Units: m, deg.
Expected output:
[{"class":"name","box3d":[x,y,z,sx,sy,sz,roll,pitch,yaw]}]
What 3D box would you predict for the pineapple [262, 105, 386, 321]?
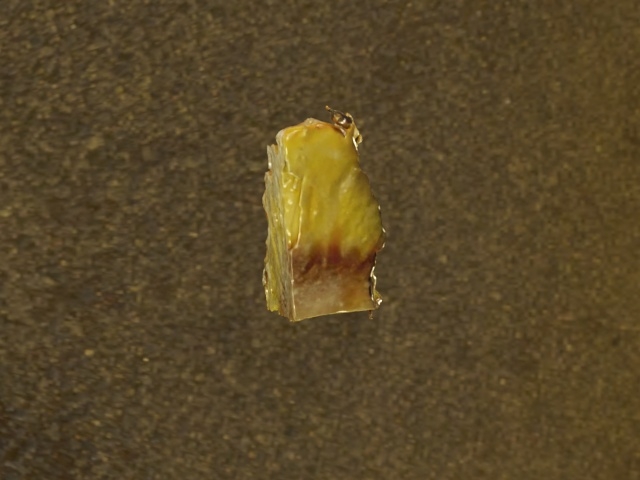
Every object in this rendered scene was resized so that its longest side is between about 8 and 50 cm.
[{"class":"pineapple","box3d":[0.000,0.000,1.021,0.114,0.186,0.236,-10,140,-3]}]
